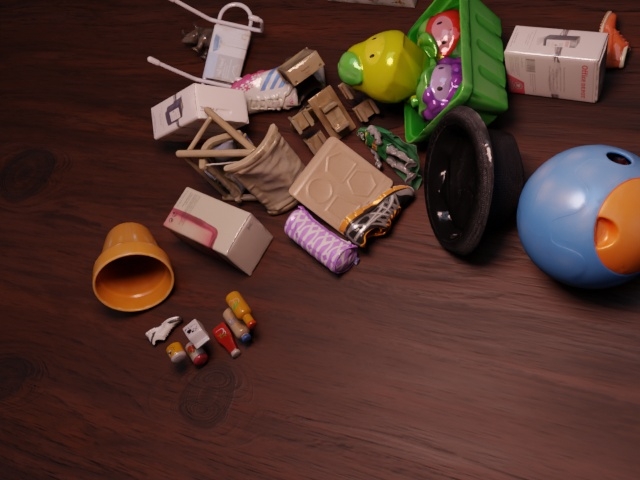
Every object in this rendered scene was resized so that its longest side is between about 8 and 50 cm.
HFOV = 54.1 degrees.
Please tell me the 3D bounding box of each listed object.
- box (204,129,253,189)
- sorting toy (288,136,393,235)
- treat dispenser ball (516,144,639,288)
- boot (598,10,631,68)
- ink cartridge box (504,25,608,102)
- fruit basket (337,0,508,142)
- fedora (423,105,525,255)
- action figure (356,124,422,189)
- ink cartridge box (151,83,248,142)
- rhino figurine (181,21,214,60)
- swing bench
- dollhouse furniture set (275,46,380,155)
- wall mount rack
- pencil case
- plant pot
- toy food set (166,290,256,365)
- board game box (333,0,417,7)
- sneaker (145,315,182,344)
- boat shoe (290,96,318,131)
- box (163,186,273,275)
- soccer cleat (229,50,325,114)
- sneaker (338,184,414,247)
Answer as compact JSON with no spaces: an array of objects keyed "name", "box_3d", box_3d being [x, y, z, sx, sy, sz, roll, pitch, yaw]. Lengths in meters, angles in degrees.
[{"name":"box","box_3d":[-0.267,-0.236,1.811,0.054,0.059,0.169,25,76,29]},{"name":"sorting toy","box_3d":[0.052,-0.136,1.615,0.208,0.038,0.193,36,81,2]},{"name":"treat dispenser ball","box_3d":[0.545,-0.046,1.260,0.288,0.288,0.288,-9,62,17]},{"name":"boot","box_3d":[0.726,-0.494,1.550,0.084,0.059,0.158,11,78,23]},{"name":"ink cartridge box","box_3d":[0.570,-0.426,1.514,0.217,0.158,0.092,17,72,27]},{"name":"fruit basket","box_3d":[0.246,-0.439,1.543,0.391,0.283,0.392,11,64,-23]},{"name":"fedora","box_3d":[0.357,-0.135,1.413,0.152,0.334,0.334,-4,59,-17]},{"name":"action figure","box_3d":[0.167,-0.233,1.613,0.063,0.137,0.232,-24,45,-20]},{"name":"ink cartridge box","box_3d":[-0.343,-0.355,1.775,0.237,0.172,0.100,-11,85,46]},{"name":"rhino figurine","box_3d":[-0.365,-0.646,2.042,0.243,0.073,0.106,30,82,26]},{"name":"swing bench","box_3d":[-0.187,-0.195,1.638,0.254,0.253,0.165,22,76,32]},{"name":"dollhouse furniture set","box_3d":[-0.001,-0.391,1.711,0.212,0.242,0.161,-35,22,1]},{"name":"wall mount rack","box_3d":[-0.341,-0.594,1.905,0.304,0.130,0.350,12,84,0]},{"name":"pencil case","box_3d":[0.000,0.000,1.571,0.206,0.086,0.088,35,116,30]},{"name":"plant pot","box_3d":[-0.511,0.055,1.697,0.205,0.205,0.188,-31,43,5]},{"name":"toy food set","box_3d":[-0.256,0.244,1.538,0.232,0.111,0.104,-39,57,-3]},{"name":"board game box","box_3d":[0.178,-0.835,1.911,0.303,0.097,0.224,16,73,29]},{"name":"sneaker","box_3d":[-0.406,0.237,1.651,0.109,0.040,0.044,-33,74,8]},{"name":"boat shoe","box_3d":[-0.026,-0.371,1.791,0.152,0.056,0.049,-36,44,1]},{"name":"box","box_3d":[-0.269,-0.024,1.655,0.232,0.148,0.127,23,76,30]},{"name":"soccer cleat","box_3d":[-0.138,-0.429,1.823,0.331,0.116,0.143,-26,62,9]},{"name":"sneaker","box_3d":[0.149,-0.059,1.541,0.214,0.084,0.083,-34,71,-12]}]
